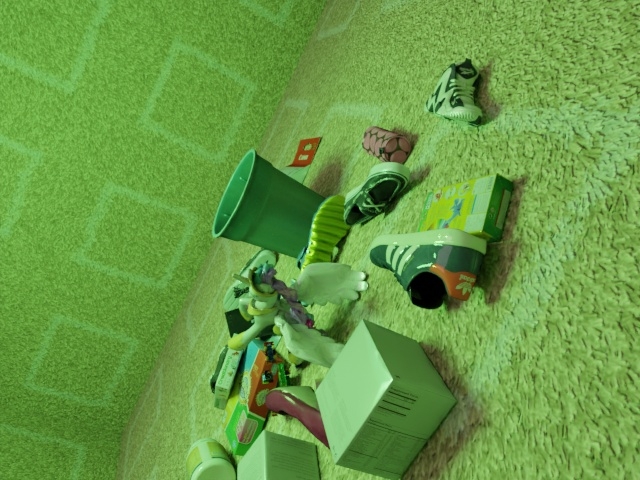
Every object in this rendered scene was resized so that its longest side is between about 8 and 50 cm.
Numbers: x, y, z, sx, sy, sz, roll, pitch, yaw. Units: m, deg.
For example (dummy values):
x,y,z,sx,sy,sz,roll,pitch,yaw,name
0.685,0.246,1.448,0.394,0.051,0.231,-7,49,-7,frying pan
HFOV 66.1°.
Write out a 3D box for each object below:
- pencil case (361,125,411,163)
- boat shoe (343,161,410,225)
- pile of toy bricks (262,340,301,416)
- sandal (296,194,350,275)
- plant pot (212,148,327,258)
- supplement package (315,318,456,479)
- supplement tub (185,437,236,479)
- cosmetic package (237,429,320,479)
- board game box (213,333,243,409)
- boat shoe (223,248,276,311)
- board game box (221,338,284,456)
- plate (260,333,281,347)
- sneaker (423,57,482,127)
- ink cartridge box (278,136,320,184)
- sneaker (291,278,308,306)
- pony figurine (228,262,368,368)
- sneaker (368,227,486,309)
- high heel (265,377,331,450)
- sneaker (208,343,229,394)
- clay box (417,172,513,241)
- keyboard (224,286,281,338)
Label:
x,y,z,sx,sy,sz,roll,pitch,yaw,name
0.189,-0.284,1.477,0.209,0.095,0.098,-121,42,-67,pencil case
0.147,-0.118,1.378,0.301,0.108,0.102,-32,40,59,boat shoe
-0.115,0.414,1.476,0.105,0.117,0.212,96,165,-57,pile of toy bricks
0.000,0.000,1.585,0.318,0.126,0.138,-66,17,-4,sandal
-0.169,-0.105,1.788,0.341,0.334,0.341,-50,26,35,plant pot
0.115,0.304,0.955,0.203,0.149,0.194,-60,22,16,supplement package
-0.368,0.754,1.624,0.145,0.144,0.199,-68,21,-5,supplement tub
-0.100,0.586,1.165,0.152,0.151,0.184,-56,22,24,cosmetic package
-0.333,0.487,1.798,0.305,0.053,0.193,112,175,-56,board game box
-0.299,0.170,2.138,0.335,0.121,0.119,-49,17,13,boat shoe
-0.232,0.510,1.637,0.242,0.064,0.317,10,82,68,board game box
-0.181,0.329,1.792,0.188,0.024,0.188,-50,26,37,plate
0.341,-0.367,1.192,0.235,0.094,0.153,-103,32,-72,sneaker
-0.153,-0.318,2.304,0.385,0.091,0.308,-67,22,0,ink cartridge box
-0.069,0.175,1.638,0.073,0.063,0.162,-68,21,4,sneaker
-0.077,0.208,1.326,0.364,0.350,0.303,111,173,-52,pony figurine
0.198,0.068,1.043,0.350,0.131,0.148,165,119,-68,sneaker
-0.038,0.446,1.206,0.377,0.127,0.182,-39,53,55,high heel
-0.391,0.533,2.007,0.234,0.078,0.106,-64,24,17,sneaker
0.295,-0.056,1.040,0.222,0.053,0.128,-11,58,66,clay box
-0.227,0.243,1.753,0.317,0.033,0.202,-20,81,34,keyboard
